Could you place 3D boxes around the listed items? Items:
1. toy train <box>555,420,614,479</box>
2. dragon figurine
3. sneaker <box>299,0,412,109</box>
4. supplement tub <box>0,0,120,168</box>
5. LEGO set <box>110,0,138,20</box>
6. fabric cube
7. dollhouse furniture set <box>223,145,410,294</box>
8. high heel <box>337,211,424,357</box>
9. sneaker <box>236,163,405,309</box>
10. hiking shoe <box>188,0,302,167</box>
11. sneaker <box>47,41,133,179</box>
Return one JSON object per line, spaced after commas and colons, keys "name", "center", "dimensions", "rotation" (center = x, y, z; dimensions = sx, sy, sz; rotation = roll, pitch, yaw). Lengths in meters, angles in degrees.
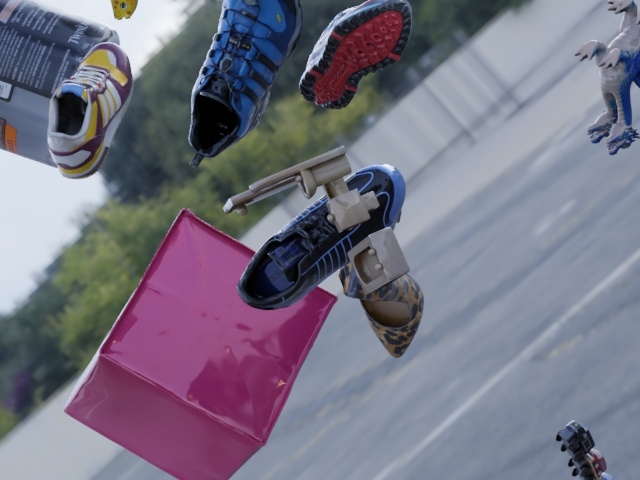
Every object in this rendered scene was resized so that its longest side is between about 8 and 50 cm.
{"name": "toy train", "center": [0.280, 0.234, 1.607], "dimensions": [0.036, 0.027, 0.158], "rotation": [-42, -42, -12]}
{"name": "dragon figurine", "center": [0.447, -0.262, 2.160], "dimensions": [0.085, 0.144, 0.289], "rotation": [24, 77, 44]}
{"name": "sneaker", "center": [0.048, -0.298, 2.212], "dimensions": [0.262, 0.104, 0.125], "rotation": [-37, 35, 54]}
{"name": "supplement tub", "center": [-0.454, -0.239, 2.055], "dimensions": [0.207, 0.338, 0.207], "rotation": [19, -90, -89]}
{"name": "LEGO set", "center": [-0.202, -0.304, 1.740], "dimensions": [0.227, 0.093, 0.087], "rotation": [-6, 21, 10]}
{"name": "fabric cube", "center": [-0.169, 0.159, 2.137], "dimensions": [0.259, 0.254, 0.258], "rotation": [-62, 4, -31]}
{"name": "dollhouse furniture set", "center": [-0.007, -0.003, 1.613], "dimensions": [0.123, 0.151, 0.144], "rotation": [-23, -5, -14]}
{"name": "high heel", "center": [0.072, 0.096, 2.074], "dimensions": [0.186, 0.093, 0.261], "rotation": [-62, -29, -50]}
{"name": "sneaker", "center": [0.000, 0.000, 1.775], "dimensions": [0.232, 0.081, 0.090], "rotation": [-45, -14, 16]}
{"name": "hiking shoe", "center": [-0.104, -0.238, 2.085], "dimensions": [0.132, 0.113, 0.304], "rotation": [-60, -11, -49]}
{"name": "sneaker", "center": [-0.258, -0.162, 1.724], "dimensions": [0.084, 0.069, 0.185], "rotation": [76, -160, -55]}
